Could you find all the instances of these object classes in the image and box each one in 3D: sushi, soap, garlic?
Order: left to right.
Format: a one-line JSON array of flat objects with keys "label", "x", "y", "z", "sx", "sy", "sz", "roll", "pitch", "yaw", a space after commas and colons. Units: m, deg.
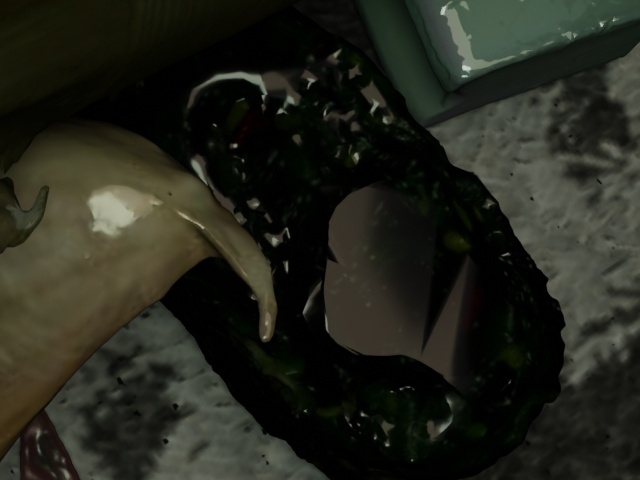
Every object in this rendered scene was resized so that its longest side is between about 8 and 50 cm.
[{"label": "garlic", "x": -0.130, "y": 0.036, "z": 0.726, "sx": 0.145, "sy": 0.245, "sz": 0.164, "roll": 5, "pitch": 48, "yaw": -53}, {"label": "sushi", "x": 0.000, "y": 0.000, "z": 0.802, "sx": 0.124, "sy": 0.127, "sz": 0.225, "roll": -39, "pitch": 85, "yaw": -16}, {"label": "soap", "x": 0.068, "y": -0.183, "z": 0.881, "sx": 0.145, "sy": 0.091, "sz": 0.230, "roll": -20, "pitch": 81, "yaw": -15}]

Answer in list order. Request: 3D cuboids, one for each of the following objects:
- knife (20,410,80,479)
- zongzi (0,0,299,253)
[{"label": "knife", "x": -0.083, "y": 0.181, "z": 0.797, "sx": 0.035, "sy": 0.018, "sz": 0.247, "roll": -19, "pitch": 78, "yaw": -9}, {"label": "zongzi", "x": -0.115, "y": -0.172, "z": 0.758, "sx": 0.447, "sy": 0.418, "sz": 0.181, "roll": -32, "pitch": 122, "yaw": -42}]
